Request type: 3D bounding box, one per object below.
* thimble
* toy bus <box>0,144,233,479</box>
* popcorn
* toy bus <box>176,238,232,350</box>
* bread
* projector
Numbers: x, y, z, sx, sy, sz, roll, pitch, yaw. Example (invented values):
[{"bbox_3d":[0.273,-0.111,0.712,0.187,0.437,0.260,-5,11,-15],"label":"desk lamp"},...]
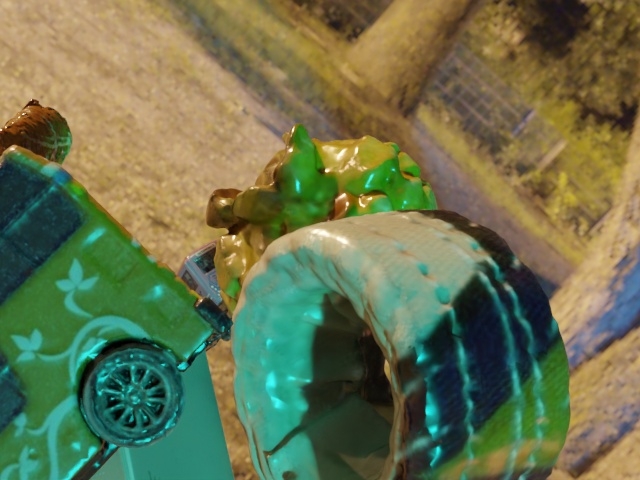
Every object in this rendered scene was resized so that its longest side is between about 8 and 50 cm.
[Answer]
[{"bbox_3d":[0.044,0.096,0.731,0.150,0.237,0.237,-10,48,-38],"label":"thimble"},{"bbox_3d":[-0.225,0.113,0.649,0.194,0.323,0.162,45,-10,-4],"label":"toy bus"},{"bbox_3d":[0.000,0.000,1.212,0.224,0.270,0.258,50,39,-74],"label":"popcorn"},{"bbox_3d":[-0.170,0.092,1.525,0.108,0.199,0.096,48,50,11],"label":"toy bus"},{"bbox_3d":[-0.339,-0.110,1.253,0.076,0.105,0.233,33,0,-13],"label":"bread"},{"bbox_3d":[-0.183,0.223,1.092,0.192,0.099,0.257,19,53,-63],"label":"projector"}]
